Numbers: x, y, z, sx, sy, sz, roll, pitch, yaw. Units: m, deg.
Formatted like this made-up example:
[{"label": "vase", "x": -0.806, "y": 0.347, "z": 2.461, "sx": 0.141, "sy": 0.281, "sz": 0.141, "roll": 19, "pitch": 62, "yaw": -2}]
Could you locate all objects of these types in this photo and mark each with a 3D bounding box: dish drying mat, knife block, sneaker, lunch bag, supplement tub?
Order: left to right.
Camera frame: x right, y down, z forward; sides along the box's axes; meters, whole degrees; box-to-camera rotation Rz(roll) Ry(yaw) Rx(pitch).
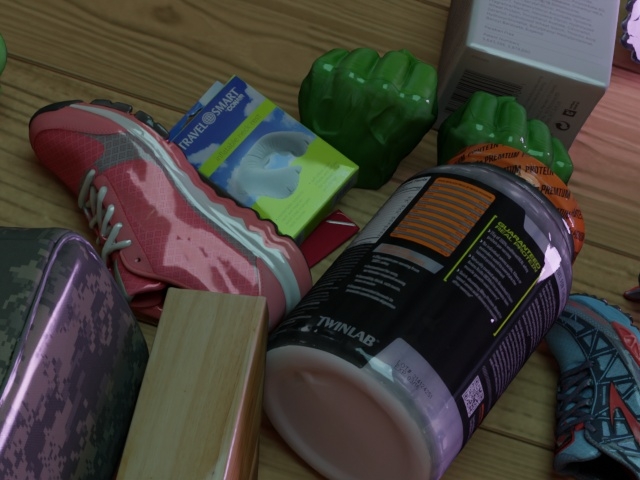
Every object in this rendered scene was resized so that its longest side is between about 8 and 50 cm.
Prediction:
[{"label": "lunch bag", "x": -0.309, "y": 0.141, "z": 1.504, "sx": 0.256, "sy": 0.212, "sz": 0.305, "roll": 1, "pitch": 51, "yaw": 20}, {"label": "sneaker", "x": -0.160, "y": -0.011, "z": 1.713, "sx": 0.314, "sy": 0.116, "sz": 0.136, "roll": 36, "pitch": 56, "yaw": 10}, {"label": "knife block", "x": -0.111, "y": 0.189, "z": 1.491, "sx": 0.088, "sy": 0.242, "sz": 0.276, "roll": 5, "pitch": 96, "yaw": 8}, {"label": "dish drying mat", "x": 0.000, "y": 0.000, "z": 1.817, "sx": 0.032, "sy": 0.008, "sz": 0.083, "roll": 44, "pitch": 56, "yaw": 14}, {"label": "supplement tub", "x": 0.100, "y": 0.064, "z": 1.686, "sx": 0.193, "sy": 0.193, "sz": 0.316, "roll": 36, "pitch": 55, "yaw": 9}, {"label": "sneaker", "x": 0.261, "y": 0.163, "z": 1.723, "sx": 0.125, "sy": 0.104, "sz": 0.262, "roll": -19, "pitch": 62, "yaw": -23}]

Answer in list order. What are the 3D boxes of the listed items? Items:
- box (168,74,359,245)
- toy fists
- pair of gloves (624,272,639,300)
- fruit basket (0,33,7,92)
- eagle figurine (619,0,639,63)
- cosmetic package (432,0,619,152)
[{"label": "box", "x": -0.064, "y": -0.079, "z": 1.815, "sx": 0.178, "sy": 0.042, "sz": 0.109, "roll": 37, "pitch": 68, "yaw": 13}, {"label": "toy fists", "x": 0.112, "y": -0.103, "z": 1.838, "sx": 0.279, "sy": 0.142, "sz": 0.096, "roll": 25, "pitch": 53, "yaw": 1}, {"label": "pair of gloves", "x": 0.397, "y": 0.036, "z": 1.820, "sx": 0.198, "sy": 0.159, "sz": 0.023, "roll": 2, "pitch": 76, "yaw": -12}, {"label": "fruit basket", "x": -0.478, "y": -0.211, "z": 1.685, "sx": 0.392, "sy": 0.283, "sz": 0.392, "roll": -2, "pitch": 54, "yaw": 3}, {"label": "eagle figurine", "x": 0.415, "y": -0.333, "z": 2.089, "sx": 0.298, "sy": 0.225, "sz": 0.226, "roll": -32, "pitch": 22, "yaw": -1}, {"label": "cosmetic package", "x": 0.211, "y": -0.207, "z": 1.926, "sx": 0.151, "sy": 0.151, "sz": 0.184, "roll": 16, "pitch": 59, "yaw": -5}]
